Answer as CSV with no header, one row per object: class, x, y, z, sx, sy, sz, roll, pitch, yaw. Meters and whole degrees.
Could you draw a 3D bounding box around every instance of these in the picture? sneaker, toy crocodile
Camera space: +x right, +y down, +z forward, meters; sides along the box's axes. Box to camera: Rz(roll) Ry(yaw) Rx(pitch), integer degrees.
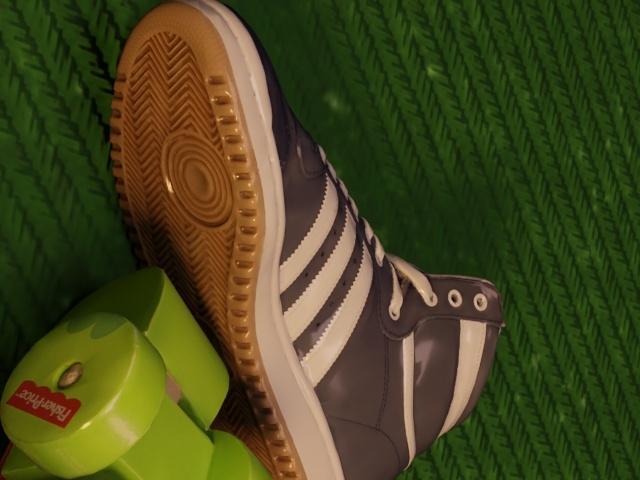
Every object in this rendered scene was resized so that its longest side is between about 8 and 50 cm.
sneaker,0.000,0.000,0.904,0.153,0.099,0.282,-30,120,-35
toy crocodile,-0.098,0.145,0.739,0.115,0.105,0.340,51,36,-38
